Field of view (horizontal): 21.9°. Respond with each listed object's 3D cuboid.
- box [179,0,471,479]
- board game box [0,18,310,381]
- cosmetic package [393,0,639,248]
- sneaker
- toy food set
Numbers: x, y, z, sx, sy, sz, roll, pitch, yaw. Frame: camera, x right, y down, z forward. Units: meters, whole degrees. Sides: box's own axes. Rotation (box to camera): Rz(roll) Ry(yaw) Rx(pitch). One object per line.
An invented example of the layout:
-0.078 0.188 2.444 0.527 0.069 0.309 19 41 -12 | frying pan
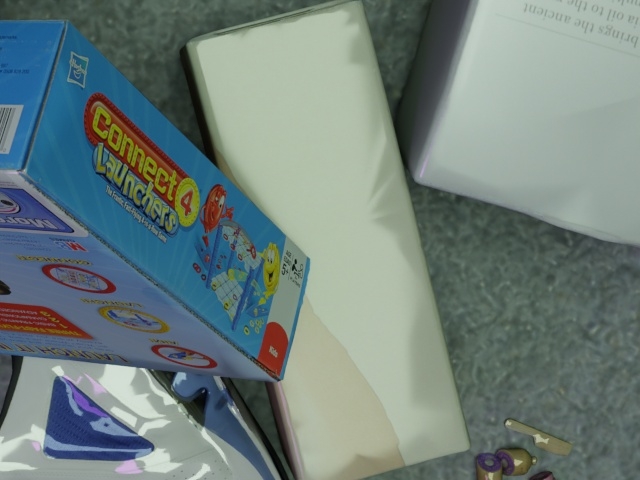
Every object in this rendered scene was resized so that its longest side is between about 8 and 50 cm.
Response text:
0.000 0.000 1.142 0.121 0.148 0.311 -15 94 -5 | box
-0.206 -0.017 0.973 0.308 0.302 0.086 4 68 26 | board game box
0.224 -0.234 1.091 0.230 0.161 0.453 16 102 -8 | cosmetic package
-0.132 0.158 1.156 0.182 0.127 0.315 -29 90 -1 | sneaker
0.142 0.200 1.235 0.078 0.019 0.122 23 91 -8 | toy food set
